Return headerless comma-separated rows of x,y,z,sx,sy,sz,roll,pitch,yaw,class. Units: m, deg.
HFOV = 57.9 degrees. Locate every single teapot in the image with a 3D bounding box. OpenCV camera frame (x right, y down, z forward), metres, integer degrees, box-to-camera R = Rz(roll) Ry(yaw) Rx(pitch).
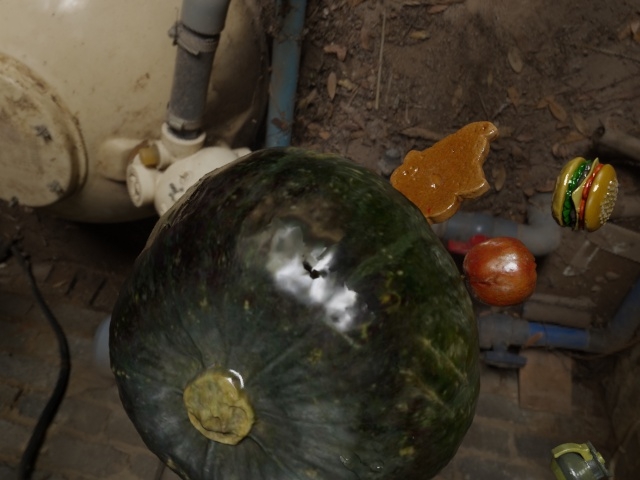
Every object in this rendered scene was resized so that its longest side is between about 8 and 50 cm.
0.635,0.554,1.428,0.119,0.130,0.166,-35,117,13,teapot

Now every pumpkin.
-0.029,0.114,0.700,0.454,0.344,0.455,9,109,28,pumpkin

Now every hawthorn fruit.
0.422,0.079,1.417,0.200,0.179,0.179,-6,129,12,hawthorn fruit

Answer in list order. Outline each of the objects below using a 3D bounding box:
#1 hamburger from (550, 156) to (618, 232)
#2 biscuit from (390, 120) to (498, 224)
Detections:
0.558,-0.097,1.224,0.115,0.162,0.162,18,140,36,hamburger
0.177,-0.085,0.931,0.280,0.183,0.043,-47,126,3,biscuit
